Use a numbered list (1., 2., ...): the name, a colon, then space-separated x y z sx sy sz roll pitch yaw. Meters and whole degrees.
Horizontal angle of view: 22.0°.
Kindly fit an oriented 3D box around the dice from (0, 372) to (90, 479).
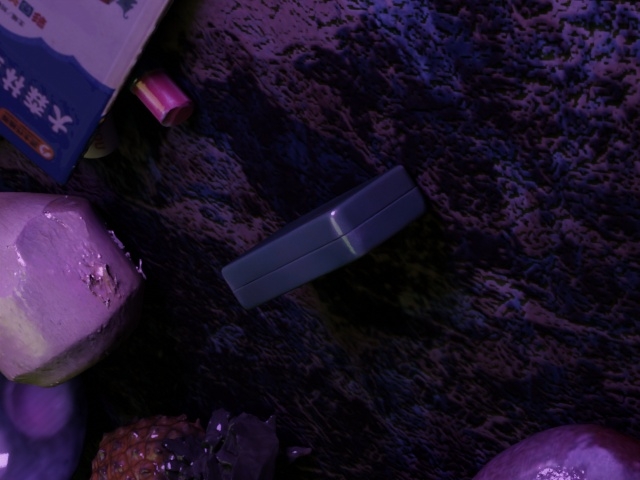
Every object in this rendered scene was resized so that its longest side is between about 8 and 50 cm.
1. dice: -0.467 0.182 1.745 0.348 0.328 0.330 -8 116 55

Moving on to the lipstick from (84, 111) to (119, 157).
1. lipstick: -0.198 -0.131 1.356 0.038 0.038 0.131 25 140 36

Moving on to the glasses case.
1. glasses case: 0.000 0.000 1.194 0.039 0.078 0.184 58 148 -3

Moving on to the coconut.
1. coconut: -0.251 0.032 1.478 0.183 0.171 0.171 56 149 -11

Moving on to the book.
1. book: -0.223 -0.207 1.245 0.228 0.018 0.322 42 135 5

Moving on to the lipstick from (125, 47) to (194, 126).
1. lipstick: -0.185 -0.181 1.286 0.234 0.053 0.053 49 149 -2

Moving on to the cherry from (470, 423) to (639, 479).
1. cherry: 0.169 0.203 1.114 0.176 0.140 0.176 2 108 6

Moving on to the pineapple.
1. pineapple: -0.115 0.218 1.531 0.248 0.128 0.128 -15 109 52
